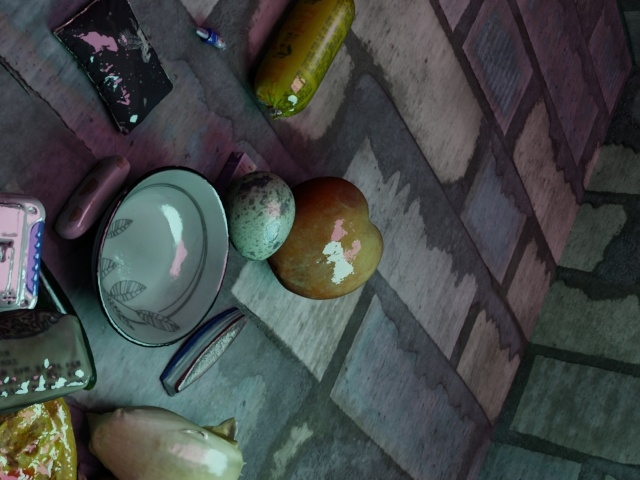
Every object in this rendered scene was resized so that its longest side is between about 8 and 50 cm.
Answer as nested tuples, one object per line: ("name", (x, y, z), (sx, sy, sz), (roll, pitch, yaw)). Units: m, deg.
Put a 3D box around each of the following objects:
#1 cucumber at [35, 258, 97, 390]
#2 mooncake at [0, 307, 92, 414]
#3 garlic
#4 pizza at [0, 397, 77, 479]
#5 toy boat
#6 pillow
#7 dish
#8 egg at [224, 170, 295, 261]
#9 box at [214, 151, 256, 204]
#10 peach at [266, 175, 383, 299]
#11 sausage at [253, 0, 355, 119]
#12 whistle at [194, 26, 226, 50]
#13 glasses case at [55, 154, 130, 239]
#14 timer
("cucumber", (-0.412, 0.128, 1.317), (0.056, 0.056, 0.284), (-44, 132, -39))
("mooncake", (-0.467, 0.172, 1.098), (0.254, 0.250, 0.136), (-2, 79, -56))
("garlic", (-0.273, 0.413, 1.459), (0.313, 0.286, 0.249), (23, 34, -58))
("pizza", (-0.488, 0.377, 1.247), (0.287, 0.075, 0.280), (-26, 116, -48))
("toy boat", (-0.216, 0.209, 1.600), (0.229, 0.045, 0.080), (-46, 128, -35))
("pillow", (-0.324, -0.293, 1.345), (0.141, 0.055, 0.208), (-49, 132, -24))
("dish", (-0.289, 0.021, 1.408), (0.316, 0.106, 0.317), (-22, 117, -52))
("egg", (-0.115, -0.044, 1.540), (0.132, 0.132, 0.172), (-6, 109, -52))
("box", (-0.170, -0.112, 1.595), (0.050, 0.036, 0.117), (49, 59, -47))
("peach", (0.000, 0.000, 1.689), (0.252, 0.252, 0.253), (-15, 109, -51))
("sausage", (-0.029, -0.385, 1.652), (0.123, 0.123, 0.347), (50, 57, -45))
("whistle", (-0.201, -0.372, 1.511), (0.083, 0.029, 0.033), (14, 49, -58))
("glasses case", (-0.364, -0.071, 1.327), (0.041, 0.063, 0.164), (53, 57, -41))
("timer", (-0.502, 0.017, 1.112), (0.253, 0.078, 0.178), (3, 94, -40))
